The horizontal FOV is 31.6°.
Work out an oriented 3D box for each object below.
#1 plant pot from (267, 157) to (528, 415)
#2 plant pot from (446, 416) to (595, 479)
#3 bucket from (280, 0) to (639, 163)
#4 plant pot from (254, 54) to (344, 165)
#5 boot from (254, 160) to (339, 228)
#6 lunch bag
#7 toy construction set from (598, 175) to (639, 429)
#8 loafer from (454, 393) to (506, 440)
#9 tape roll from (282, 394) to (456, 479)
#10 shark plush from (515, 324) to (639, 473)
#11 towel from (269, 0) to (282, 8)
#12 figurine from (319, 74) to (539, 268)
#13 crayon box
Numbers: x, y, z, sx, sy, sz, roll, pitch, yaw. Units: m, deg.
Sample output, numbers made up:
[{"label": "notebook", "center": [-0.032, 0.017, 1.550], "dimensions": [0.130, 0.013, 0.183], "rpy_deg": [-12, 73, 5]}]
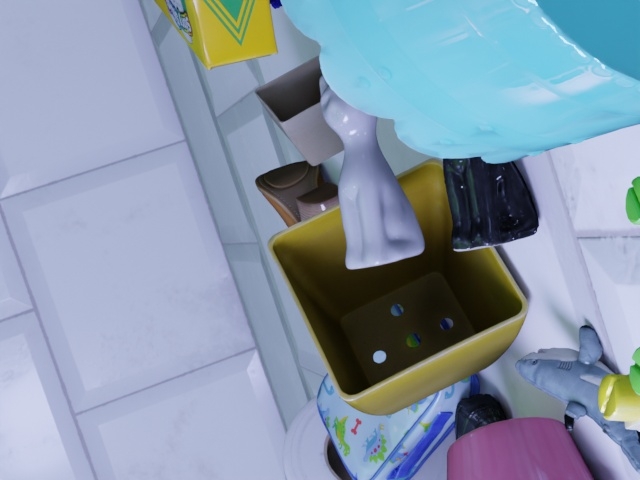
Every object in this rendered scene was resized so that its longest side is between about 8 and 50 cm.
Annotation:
[{"label": "plant pot", "center": [0.093, 0.076, 1.255], "dimensions": [0.212, 0.212, 0.187], "rpy_deg": [63, 178, 29]}, {"label": "plant pot", "center": [0.206, 0.284, 1.125], "dimensions": [0.201, 0.201, 0.180], "rpy_deg": [93, 169, -58]}, {"label": "bucket", "center": [0.130, -0.180, 0.582], "dimensions": [0.183, 0.281, 0.281], "rpy_deg": [-5, 104, 67]}, {"label": "plant pot", "center": [-0.008, -0.166, 1.506], "dimensions": [0.109, 0.109, 0.096], "rpy_deg": [53, 170, 51]}, {"label": "boot", "center": [0.000, 0.000, 1.742], "dimensions": [0.283, 0.109, 0.220], "rpy_deg": [30, 142, 59]}, {"label": "lunch bag", "center": [0.095, 0.198, 1.438], "dimensions": [0.219, 0.090, 0.176], "rpy_deg": [-58, 44, 29]}, {"label": "toy construction set", "center": [0.266, 0.030, 0.572], "dimensions": [0.327, 0.151, 0.215], "rpy_deg": [-164, 80, -65]}, {"label": "loafer", "center": [0.200, 0.290, 1.358], "dimensions": [0.078, 0.076, 0.223], "rpy_deg": [-118, 17, -61]}, {"label": "tape roll", "center": [0.074, 0.337, 1.570], "dimensions": [0.169, 0.246, 0.246], "rpy_deg": [86, 160, -46]}, {"label": "shark plush", "center": [0.243, 0.155, 1.017], "dimensions": [0.073, 0.067, 0.161], "rpy_deg": [88, 158, -51]}, {"label": "towel", "center": [-0.080, -0.455, 1.430], "dimensions": [0.227, 0.076, 0.308], "rpy_deg": [-175, 67, -76]}, {"label": "figurine", "center": [0.090, -0.089, 1.100], "dimensions": [0.214, 0.092, 0.210], "rpy_deg": [-11, 91, 40]}, {"label": "crayon box", "center": [-0.177, -0.433, 1.469], "dimensions": [0.363, 0.106, 0.313], "rpy_deg": [-126, 22, -55]}]
